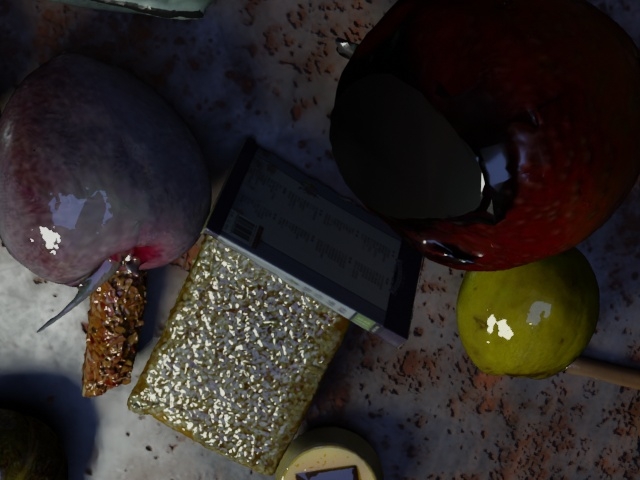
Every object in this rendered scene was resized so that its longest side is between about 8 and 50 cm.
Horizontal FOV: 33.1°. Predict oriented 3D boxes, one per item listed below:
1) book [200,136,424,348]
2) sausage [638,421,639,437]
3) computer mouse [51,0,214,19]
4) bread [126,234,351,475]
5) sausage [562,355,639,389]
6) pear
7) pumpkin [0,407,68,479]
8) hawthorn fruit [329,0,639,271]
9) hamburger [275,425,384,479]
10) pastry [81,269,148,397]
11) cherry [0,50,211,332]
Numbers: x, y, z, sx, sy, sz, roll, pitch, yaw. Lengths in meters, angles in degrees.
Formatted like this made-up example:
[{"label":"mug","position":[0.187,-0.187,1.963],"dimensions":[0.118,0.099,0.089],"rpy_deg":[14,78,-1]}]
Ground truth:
[{"label":"book","position":[0.000,0.001,1.105],"dimensions":[0.231,0.157,0.026],"rpy_deg":[30,131,-10]},{"label":"sausage","position":[0.497,0.080,1.179],"dimensions":[0.088,0.088,0.433],"rpy_deg":[36,101,-11]},{"label":"computer mouse","position":[-0.255,-0.322,1.015],"dimensions":[0.373,0.114,0.203],"rpy_deg":[17,111,-12]},{"label":"bread","position":[-0.078,0.109,1.157],"dimensions":[0.184,0.110,0.234],"rpy_deg":[25,102,-6]},{"label":"sausage","position":[0.332,0.151,1.224],"dimensions":[0.116,0.026,0.026],"rpy_deg":[13,105,-6]},{"label":"pear","position":[0.218,0.071,1.134],"dimensions":[0.148,0.149,0.162],"rpy_deg":[10,101,-5]},{"label":"pumpkin","position":[-0.386,0.276,1.175],"dimensions":[0.219,0.162,0.219],"rpy_deg":[-11,126,-16]},{"label":"hawthorn fruit","position":[0.156,-0.106,1.002],"dimensions":[0.315,0.316,0.316],"rpy_deg":[-1,106,-2]},{"label":"hamburger","position":[0.012,0.281,1.222],"dimensions":[0.126,0.081,0.141],"rpy_deg":[-26,93,3]},{"label":"pastry","position":[-0.220,0.091,1.161],"dimensions":[0.063,0.087,0.169],"rpy_deg":[5,107,-18]},{"label":"cherry","position":[-0.217,-0.056,1.057],"dimensions":[0.213,0.183,0.266],"rpy_deg":[-10,89,-38]}]
